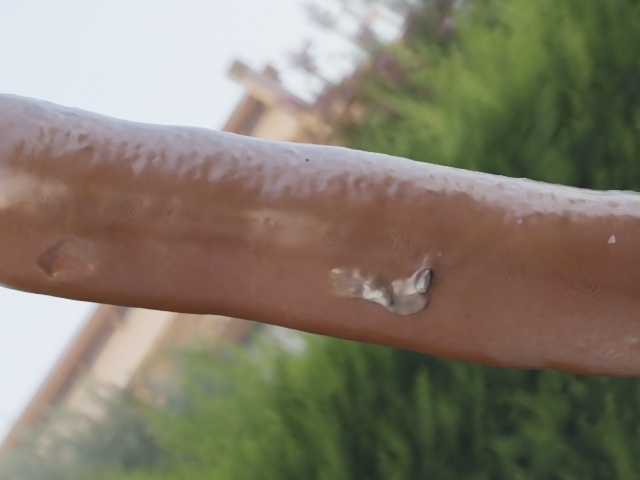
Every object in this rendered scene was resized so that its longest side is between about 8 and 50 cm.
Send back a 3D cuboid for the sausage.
[{"bbox_3d":[0.000,0.000,0.867,0.094,0.419,0.094,101,177,-51],"label":"sausage"}]
